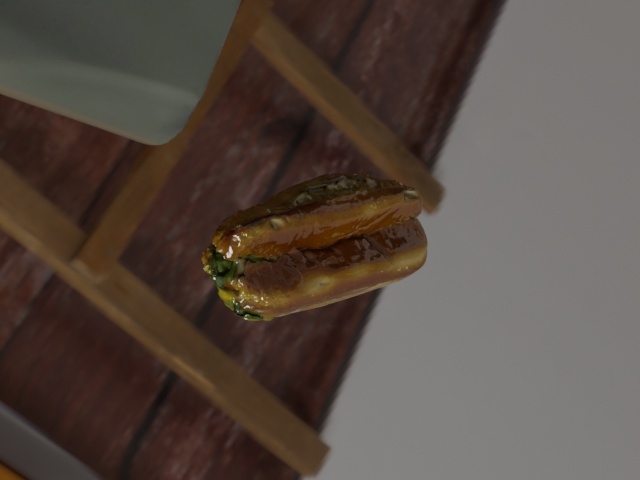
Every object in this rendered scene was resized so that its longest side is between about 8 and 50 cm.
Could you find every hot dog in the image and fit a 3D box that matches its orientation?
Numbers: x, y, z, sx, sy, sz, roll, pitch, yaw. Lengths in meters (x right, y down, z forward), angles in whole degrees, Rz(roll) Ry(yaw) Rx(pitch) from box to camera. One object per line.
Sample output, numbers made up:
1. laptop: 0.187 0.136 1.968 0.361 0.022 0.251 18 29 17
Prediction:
1. hot dog: 0.000 0.000 1.220 0.072 0.269 0.115 9 -77 43

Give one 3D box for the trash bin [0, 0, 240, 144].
1. trash bin: -0.196 -0.185 0.872 0.219 0.250 0.220 25 -87 56
